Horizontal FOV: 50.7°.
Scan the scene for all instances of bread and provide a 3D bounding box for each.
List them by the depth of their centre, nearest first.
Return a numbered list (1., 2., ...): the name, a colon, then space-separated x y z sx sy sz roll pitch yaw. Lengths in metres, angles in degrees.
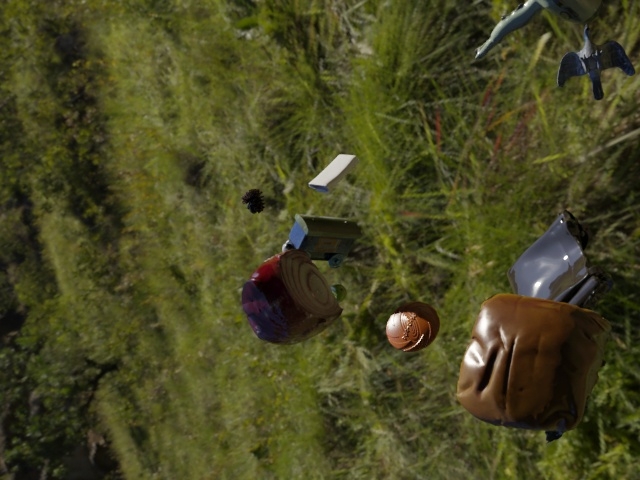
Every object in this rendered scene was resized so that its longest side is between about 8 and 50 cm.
1. bread: 0.414 0.240 1.306 0.225 0.250 0.278 43 -118 -51

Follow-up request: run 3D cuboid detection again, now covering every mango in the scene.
1. mango: 0.056 0.205 2.567 0.056 0.108 0.073 8 -115 -40

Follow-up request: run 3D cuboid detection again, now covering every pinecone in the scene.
1. pinecone: -0.214 -0.127 2.190 0.083 0.077 0.077 56 -162 -18

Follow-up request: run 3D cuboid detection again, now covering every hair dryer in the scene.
1. hair dryer: 0.340 -0.450 1.219 0.229 0.267 0.092 44 -129 -33

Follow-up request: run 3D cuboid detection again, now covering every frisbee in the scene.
1. frisbee: 0.314 0.291 2.322 0.035 0.192 0.192 53 -162 -48

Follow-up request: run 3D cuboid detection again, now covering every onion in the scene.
1. onion: -0.096 0.160 1.672 0.206 0.207 0.216 -4 -127 -51

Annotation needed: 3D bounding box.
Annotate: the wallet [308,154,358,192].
1. wallet: 0.031 -0.154 1.545 0.122 0.061 0.025 -46 -44 -31

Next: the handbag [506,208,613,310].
1. handbag: 0.549 0.097 1.558 0.114 0.257 0.285 17 -142 -10

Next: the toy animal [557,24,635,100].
1. toy animal: 0.905 -0.594 2.234 0.176 0.239 0.255 -37 -61 -64

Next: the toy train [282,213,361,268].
1. toy train: 0.000 0.000 2.646 0.300 0.201 0.131 3 -144 -37
